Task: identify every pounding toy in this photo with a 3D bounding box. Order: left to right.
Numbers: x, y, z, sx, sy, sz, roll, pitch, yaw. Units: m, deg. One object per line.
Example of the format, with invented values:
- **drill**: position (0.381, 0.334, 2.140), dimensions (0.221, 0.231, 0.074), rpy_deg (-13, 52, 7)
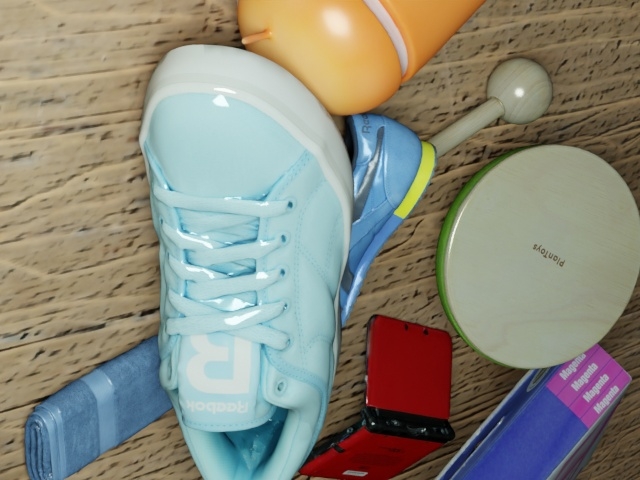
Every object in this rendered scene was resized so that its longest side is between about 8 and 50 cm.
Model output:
- **pounding toy**: position (0.143, -0.017, 1.594), dimensions (0.183, 0.110, 0.237), rpy_deg (-37, 114, -14)

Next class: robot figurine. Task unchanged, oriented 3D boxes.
- **robot figurine**: position (0.034, -0.170, 1.265), dimensions (0.219, 0.128, 0.158), rpy_deg (-47, -174, -19)

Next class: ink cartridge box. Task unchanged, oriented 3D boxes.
- **ink cartridge box**: position (0.143, 0.241, 1.725), dimensions (0.324, 0.071, 0.330), rpy_deg (-47, 166, -18)

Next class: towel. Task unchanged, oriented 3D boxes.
- **towel**: position (-0.150, 0.113, 1.335), dimensions (0.119, 0.029, 0.067), rpy_deg (-31, 139, -37)

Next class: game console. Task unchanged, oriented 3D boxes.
- **game console**: position (0.046, 0.135, 1.642), dimensions (0.124, 0.085, 0.144), rpy_deg (-35, 155, 22)

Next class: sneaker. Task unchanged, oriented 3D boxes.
- **sneaker**: position (-0.046, 0.041, 1.275), dimensions (0.366, 0.135, 0.150), rpy_deg (78, 16, -47)
- **sneaker**: position (0.000, 0.000, 1.431), dimensions (0.082, 0.069, 0.209), rpy_deg (22, 109, -25)
